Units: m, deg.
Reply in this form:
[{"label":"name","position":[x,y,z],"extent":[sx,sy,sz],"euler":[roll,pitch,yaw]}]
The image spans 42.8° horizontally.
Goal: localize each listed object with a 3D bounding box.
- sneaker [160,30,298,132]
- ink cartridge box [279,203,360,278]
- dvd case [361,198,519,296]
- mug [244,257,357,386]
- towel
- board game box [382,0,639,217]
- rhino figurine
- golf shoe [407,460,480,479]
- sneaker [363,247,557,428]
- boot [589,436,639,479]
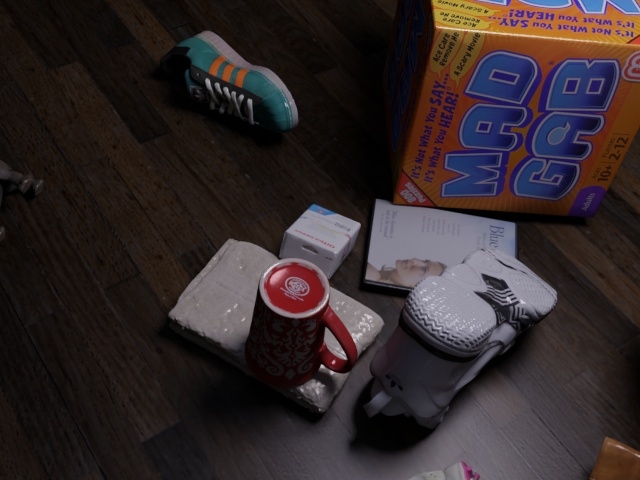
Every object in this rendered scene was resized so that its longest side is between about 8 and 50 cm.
[{"label":"sneaker","position":[-0.169,-0.268,1.469],"extent":[0.121,0.108,0.302],"euler":[-34,55,-27]},{"label":"ink cartridge box","position":[0.000,0.000,1.286],"extent":[0.088,0.052,0.122],"euler":[23,28,11]},{"label":"dvd case","position":[0.200,0.024,1.339],"extent":[0.252,0.022,0.181],"euler":[10,52,0]},{"label":"mug","position":[-0.024,0.107,1.095],"extent":[0.150,0.169,0.113],"euler":[0,53,-7]},{"label":"towel","position":[-0.069,0.121,1.215],"extent":[0.282,0.049,0.187],"euler":[29,56,14]},{"label":"board game box","position":[0.314,-0.296,1.376],"extent":[0.356,0.356,0.357],"euler":[4,49,-4]},{"label":"rhino figurine","position":[-0.541,-0.035,1.258],"extent":[0.106,0.073,0.243],"euler":[23,55,6]},{"label":"golf shoe","position":[0.153,0.429,0.986],"extent":[0.140,0.115,0.306],"euler":[-13,55,14]},{"label":"sneaker","position":[0.195,0.139,1.174],"extent":[0.137,0.210,0.365],"euler":[43,31,23]},{"label":"boot","position":[0.444,0.406,1.004],"extent":[0.280,0.096,0.264],"euler":[15,72,27]}]
